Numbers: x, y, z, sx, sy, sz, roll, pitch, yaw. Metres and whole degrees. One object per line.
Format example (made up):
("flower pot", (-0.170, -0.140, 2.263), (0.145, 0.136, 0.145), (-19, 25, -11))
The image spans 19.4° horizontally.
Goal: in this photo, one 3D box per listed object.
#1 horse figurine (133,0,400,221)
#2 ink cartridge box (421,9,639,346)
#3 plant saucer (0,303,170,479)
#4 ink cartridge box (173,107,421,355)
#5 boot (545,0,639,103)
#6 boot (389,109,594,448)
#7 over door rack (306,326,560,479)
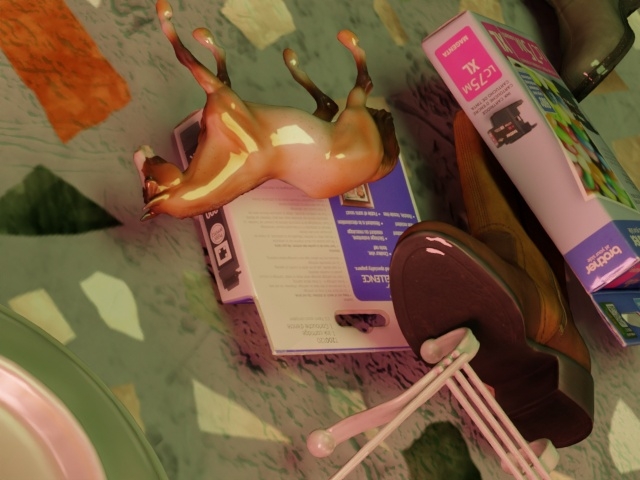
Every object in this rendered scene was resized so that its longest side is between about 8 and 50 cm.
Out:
("horse figurine", (-0.029, -0.089, 1.420), (0.263, 0.066, 0.174), (7, 54, -35))
("ink cartridge box", (0.219, -0.053, 1.619), (0.311, 0.065, 0.186), (60, 20, 14))
("plant saucer", (-0.232, 0.165, 1.070), (0.400, 0.100, 0.400), (20, 47, -23))
("ink cartridge box", (0.000, 0.000, 1.468), (0.206, 0.045, 0.208), (2, 63, -42))
("boot", (0.227, -0.240, 1.817), (0.161, 0.083, 0.246), (37, 39, -9))
("boot", (0.139, -0.009, 1.511), (0.264, 0.096, 0.280), (38, 35, -34))
("over door rack", (0.061, 0.249, 1.321), (0.239, 0.108, 0.324), (53, 55, -10))
